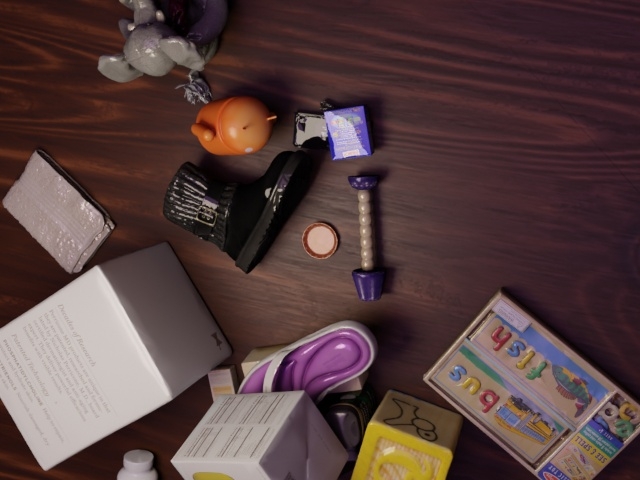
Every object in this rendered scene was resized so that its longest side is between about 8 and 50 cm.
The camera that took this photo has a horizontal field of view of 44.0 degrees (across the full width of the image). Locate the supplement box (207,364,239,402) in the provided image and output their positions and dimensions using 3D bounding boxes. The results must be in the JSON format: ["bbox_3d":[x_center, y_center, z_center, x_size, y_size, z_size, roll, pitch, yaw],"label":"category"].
[{"bbox_3d":[-0.232,0.355,1.925,0.062,0.036,0.099,-8,97,19],"label":"supplement box"}]

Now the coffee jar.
[{"bbox_3d":[0.068,0.388,1.760,0.079,0.184,0.096,-7,98,18],"label":"coffee jar"}]

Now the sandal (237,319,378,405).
[{"bbox_3d":[-0.056,0.311,1.730,0.169,0.102,0.416,47,115,0],"label":"sandal"}]

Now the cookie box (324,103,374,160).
[{"bbox_3d":[0.062,-0.232,1.704,0.091,0.040,0.107,-5,104,19],"label":"cookie box"}]

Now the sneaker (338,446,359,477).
[{"bbox_3d":[-0.026,0.523,1.878,0.290,0.105,0.123,-36,52,28],"label":"sneaker"}]

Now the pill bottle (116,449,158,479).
[{"bbox_3d":[-0.465,0.632,2.012,0.103,0.103,0.184,9,102,15],"label":"pill bottle"}]

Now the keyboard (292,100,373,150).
[{"bbox_3d":[0.027,-0.251,1.746,0.180,0.023,0.108,9,109,15],"label":"keyboard"}]

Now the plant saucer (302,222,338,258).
[{"bbox_3d":[0.000,0.000,1.802,0.083,0.013,0.084,3,100,17],"label":"plant saucer"}]

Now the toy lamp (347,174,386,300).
[{"bbox_3d":[0.103,-0.005,1.738,0.080,0.080,0.275,1,99,17],"label":"toy lamp"}]

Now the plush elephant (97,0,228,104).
[{"bbox_3d":[-0.340,-0.450,1.698,0.271,0.255,0.330,-9,97,18],"label":"plush elephant"}]

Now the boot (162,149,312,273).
[{"bbox_3d":[-0.195,-0.113,1.756,0.260,0.131,0.348,37,121,8],"label":"boot"}]

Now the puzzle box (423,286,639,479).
[{"bbox_3d":[0.458,0.331,1.701,0.409,0.052,0.272,39,109,7],"label":"puzzle box"}]

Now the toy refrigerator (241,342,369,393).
[{"bbox_3d":[-0.034,0.293,1.826,0.269,0.094,0.102,-11,104,19],"label":"toy refrigerator"}]

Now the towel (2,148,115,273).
[{"bbox_3d":[-0.657,-0.067,1.975,0.282,0.049,0.187,43,108,6],"label":"towel"}]

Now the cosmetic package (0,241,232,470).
[{"bbox_3d":[-0.489,0.255,1.833,0.393,0.329,0.328,-31,89,19],"label":"cosmetic package"}]

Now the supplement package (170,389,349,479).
[{"bbox_3d":[-0.124,0.456,1.657,0.262,0.198,0.199,-12,119,40],"label":"supplement package"}]

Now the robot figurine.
[{"bbox_3d":[-0.189,-0.248,1.726,0.219,0.158,0.128,5,74,53],"label":"robot figurine"}]

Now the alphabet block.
[{"bbox_3d":[0.189,0.469,1.731,0.192,0.197,0.194,17,105,14],"label":"alphabet block"}]
